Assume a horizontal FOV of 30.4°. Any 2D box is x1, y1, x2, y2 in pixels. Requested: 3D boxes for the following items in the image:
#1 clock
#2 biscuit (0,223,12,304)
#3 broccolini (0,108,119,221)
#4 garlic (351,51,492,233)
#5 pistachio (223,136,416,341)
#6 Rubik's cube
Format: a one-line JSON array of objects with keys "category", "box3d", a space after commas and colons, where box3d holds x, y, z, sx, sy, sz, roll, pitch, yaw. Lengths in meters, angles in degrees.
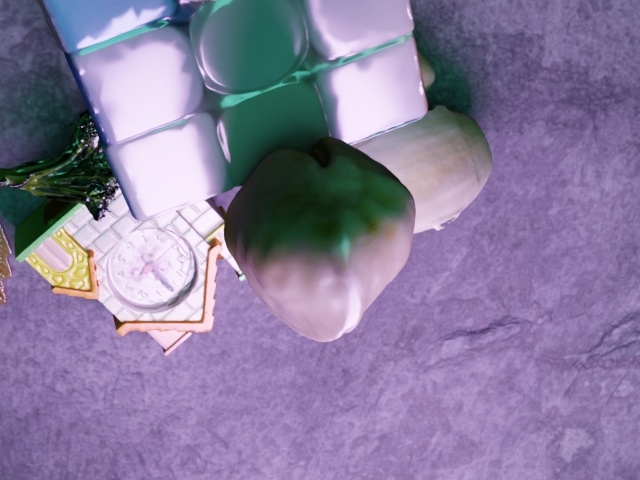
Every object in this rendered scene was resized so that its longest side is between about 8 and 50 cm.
[{"category": "clock", "box3d": [-0.222, 0.015, 1.512, 0.220, 0.106, 0.255, -41, 115, 4]}, {"category": "biscuit", "box3d": [-0.442, 0.025, 1.509, 0.119, 0.019, 0.130, 29, 102, -21]}, {"category": "broccolini", "box3d": [-0.355, -0.121, 1.403, 0.271, 0.062, 0.123, 20, 80, 12]}, {"category": "garlic", "box3d": [0.053, -0.121, 1.491, 0.313, 0.286, 0.249, -21, 159, 1]}, {"category": "pistachio", "box3d": [0.000, 0.000, 1.171, 0.166, 0.288, 0.197, -10, 88, -13]}, {"category": "Rubik's cube", "box3d": [-0.119, -0.290, 1.245, 0.346, 0.344, 0.347, -19, 133, -5]}]
